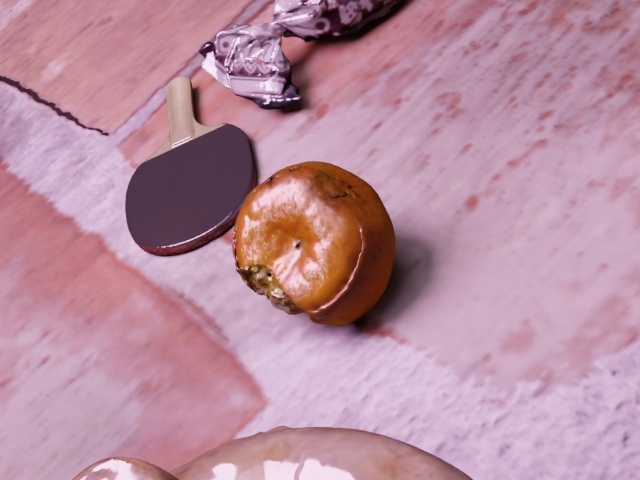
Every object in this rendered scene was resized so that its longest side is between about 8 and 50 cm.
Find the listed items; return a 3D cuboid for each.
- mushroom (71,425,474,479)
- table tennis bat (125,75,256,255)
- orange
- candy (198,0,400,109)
[{"bbox_3d":[-0.027,0.142,0.469,0.207,0.215,0.207,-16,48,18],"label":"mushroom"},{"bbox_3d":[-0.082,-0.050,0.857,0.087,0.013,0.156,-24,41,13],"label":"table tennis bat"},{"bbox_3d":[0.000,0.000,0.711,0.086,0.062,0.086,0,91,27],"label":"orange"},{"bbox_3d":[0.026,-0.164,0.870,0.226,0.051,0.094,-38,43,-5],"label":"candy"}]
